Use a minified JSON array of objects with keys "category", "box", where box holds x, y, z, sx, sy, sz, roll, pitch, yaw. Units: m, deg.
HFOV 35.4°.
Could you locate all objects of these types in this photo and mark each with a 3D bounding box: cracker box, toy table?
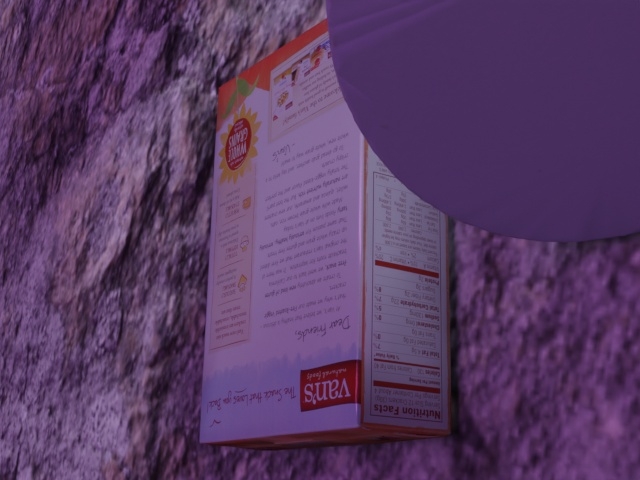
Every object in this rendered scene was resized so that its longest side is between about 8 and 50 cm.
[{"category":"cracker box","box":[0.000,0.000,0.579,0.156,0.067,0.232,-19,64,51]},{"category":"toy table","box":[0.093,-0.132,0.362,0.274,0.252,0.161,100,176,-64]}]
